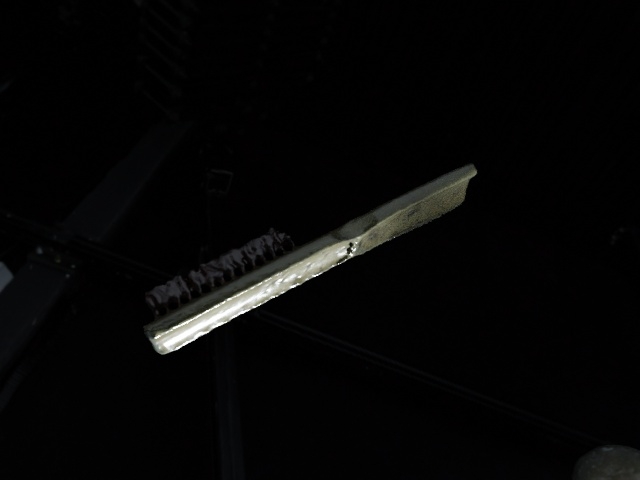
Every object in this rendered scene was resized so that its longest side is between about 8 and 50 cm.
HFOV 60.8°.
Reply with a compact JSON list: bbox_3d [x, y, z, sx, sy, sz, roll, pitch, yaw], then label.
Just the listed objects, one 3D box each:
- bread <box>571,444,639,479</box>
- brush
[{"bbox_3d":[0.310,0.393,0.606,0.102,0.183,0.337,55,-138,-32],"label":"bread"},{"bbox_3d":[0.000,0.000,0.363,0.247,0.043,0.036,-26,-108,-18],"label":"brush"}]
